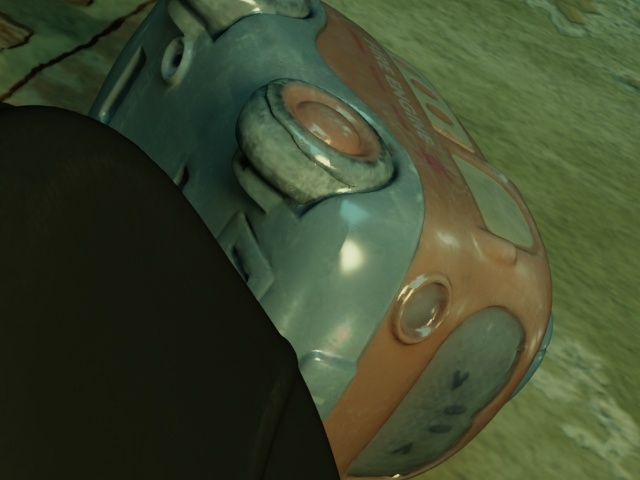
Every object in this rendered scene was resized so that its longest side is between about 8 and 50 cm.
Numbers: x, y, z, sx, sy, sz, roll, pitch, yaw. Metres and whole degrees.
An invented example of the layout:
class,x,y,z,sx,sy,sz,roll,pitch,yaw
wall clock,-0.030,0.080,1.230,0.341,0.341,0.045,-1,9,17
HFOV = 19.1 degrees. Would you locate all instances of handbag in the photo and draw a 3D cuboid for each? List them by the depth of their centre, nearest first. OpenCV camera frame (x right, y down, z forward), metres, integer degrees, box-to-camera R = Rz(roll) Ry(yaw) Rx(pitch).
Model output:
class,x,y,z,sx,sy,sz,roll,pitch,yaw
handbag,-0.081,0.094,0.688,0.308,0.093,0.253,57,27,-35

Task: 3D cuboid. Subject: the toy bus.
class,x,y,z,sx,sy,sz,roll,pitch,yaw
toy bus,0.000,0.000,0.959,0.232,0.197,0.294,18,28,-33
